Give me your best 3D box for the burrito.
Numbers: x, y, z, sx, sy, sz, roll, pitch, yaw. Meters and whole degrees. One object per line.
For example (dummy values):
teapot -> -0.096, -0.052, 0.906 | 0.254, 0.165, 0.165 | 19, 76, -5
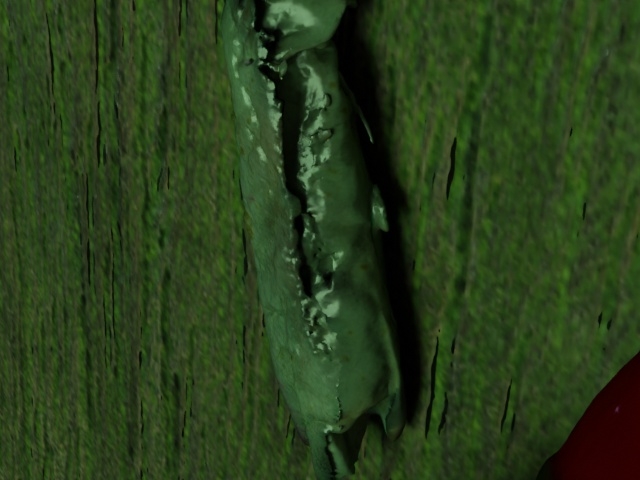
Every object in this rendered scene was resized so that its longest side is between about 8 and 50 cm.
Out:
burrito -> -0.003, 0.000, 0.853 | 0.096, 0.066, 0.309 | 26, 131, 51

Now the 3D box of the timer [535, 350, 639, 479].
timer -> 0.207, 0.161, 0.411 | 0.378, 0.279, 0.377 | -172, 90, -75
